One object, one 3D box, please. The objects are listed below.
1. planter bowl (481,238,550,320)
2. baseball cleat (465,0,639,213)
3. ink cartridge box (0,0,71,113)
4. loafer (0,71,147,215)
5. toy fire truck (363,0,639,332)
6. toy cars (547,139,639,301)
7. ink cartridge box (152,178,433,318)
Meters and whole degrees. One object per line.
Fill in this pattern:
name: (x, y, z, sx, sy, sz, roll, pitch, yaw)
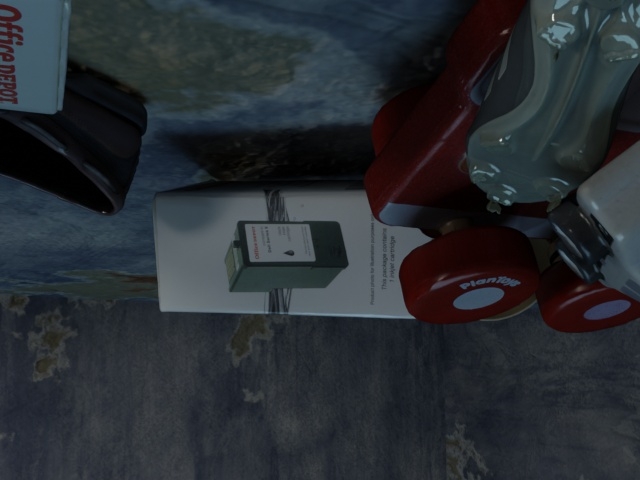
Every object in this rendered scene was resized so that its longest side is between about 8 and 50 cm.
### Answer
planter bowl: (0.198, 0.003, 0.982, 0.162, 0.162, 0.109, 2, -162, -13)
baseball cleat: (0.127, -0.095, 0.397, 0.072, 0.110, 0.206, 20, 157, 4)
ink cartridge box: (-0.213, -0.126, 0.339, 0.208, 0.087, 0.153, 5, 169, -20)
loafer: (-0.239, -0.087, 0.554, 0.109, 0.095, 0.302, -5, 169, 33)
toy fire truck: (0.190, -0.060, 0.580, 0.302, 0.169, 0.254, 5, 149, -23)
toy cars: (0.223, -0.059, 0.352, 0.176, 0.087, 0.394, -24, 158, -31)
ink cartridge box: (0.000, 0.000, 0.828, 0.289, 0.122, 0.211, 1, -172, 12)
